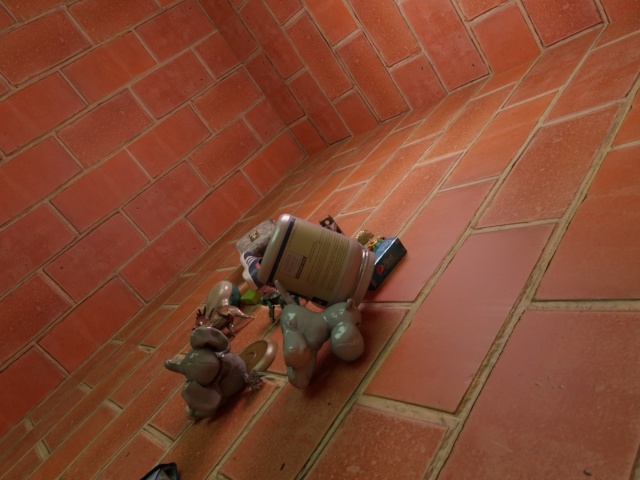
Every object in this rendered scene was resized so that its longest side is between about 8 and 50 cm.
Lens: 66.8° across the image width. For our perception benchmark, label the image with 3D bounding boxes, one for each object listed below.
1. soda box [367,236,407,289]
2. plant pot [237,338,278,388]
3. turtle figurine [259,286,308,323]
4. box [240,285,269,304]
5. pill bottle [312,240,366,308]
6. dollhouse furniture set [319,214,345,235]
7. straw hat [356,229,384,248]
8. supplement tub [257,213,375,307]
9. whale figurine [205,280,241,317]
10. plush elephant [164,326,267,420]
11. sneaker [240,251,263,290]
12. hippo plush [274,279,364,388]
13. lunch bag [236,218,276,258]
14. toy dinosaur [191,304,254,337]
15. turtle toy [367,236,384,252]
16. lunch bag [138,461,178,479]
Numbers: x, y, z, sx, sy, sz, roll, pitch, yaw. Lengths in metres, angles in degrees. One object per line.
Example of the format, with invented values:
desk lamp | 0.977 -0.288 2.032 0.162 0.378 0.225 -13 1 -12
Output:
soda box | 0.211 0.080 1.705 0.210 0.067 0.071 -46 20 -28
plant pot | -0.256 0.437 1.745 0.236 0.032 0.236 -33 18 12
turtle figurine | -0.164 0.245 1.932 0.234 0.118 0.175 -16 26 35
box | -0.288 0.229 2.298 0.109 0.042 0.178 -11 30 52
pill bottle | 0.059 0.124 1.751 0.146 0.146 0.264 -15 29 49
dollhouse furniture set | 0.000 0.000 2.191 0.184 0.129 0.129 -31 19 17
straw hat | 0.179 -0.009 1.940 0.144 0.061 0.144 -37 3 2
supplement tub | -0.013 0.074 1.531 0.235 0.325 0.235 -159 90 -86
whale figurine | -0.468 0.329 2.296 0.216 0.141 0.271 -18 50 51
plush elephant | -0.378 0.426 1.580 0.330 0.255 0.271 -13 54 33
sneaker | -0.289 0.124 2.314 0.148 0.131 0.350 -30 24 -2
hippo plush | 0.008 0.280 1.429 0.237 0.234 0.294 -9 50 -3
lunch bag | -0.328 0.006 2.670 0.235 0.169 0.287 -36 7 3
toy dinosaur | -0.443 0.344 2.121 0.296 0.127 0.200 -25 22 1
turtle toy | 0.200 0.035 1.837 0.130 0.066 0.095 -30 19 20
lunch bag | -0.480 0.715 1.387 0.129 0.096 0.151 -39 4 0
